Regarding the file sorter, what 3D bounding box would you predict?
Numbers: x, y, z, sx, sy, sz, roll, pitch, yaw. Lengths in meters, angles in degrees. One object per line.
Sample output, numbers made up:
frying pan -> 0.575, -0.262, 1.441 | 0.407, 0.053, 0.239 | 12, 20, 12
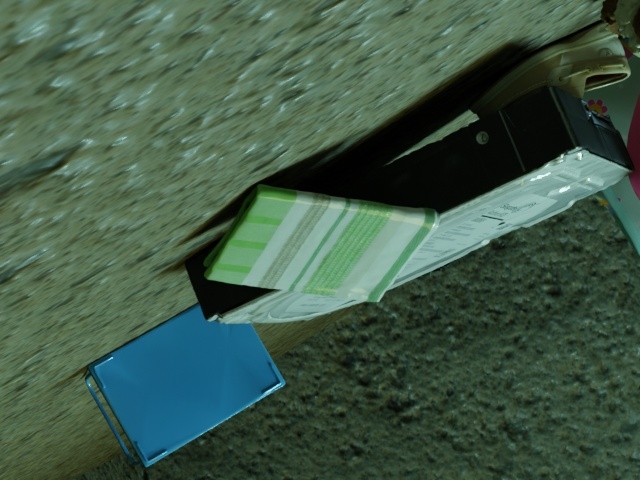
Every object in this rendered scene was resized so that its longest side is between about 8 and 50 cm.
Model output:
file sorter -> -0.148, 0.147, 1.676 | 0.170, 0.118, 0.104 | -30, 178, -18

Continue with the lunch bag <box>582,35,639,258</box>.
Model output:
lunch bag -> 0.370, -0.093, 1.567 | 0.223, 0.262, 0.160 | -33, 175, 8

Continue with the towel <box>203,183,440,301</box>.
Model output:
towel -> 0.000, 0.000, 1.195 | 0.152, 0.023, 0.113 | 9, 139, -26

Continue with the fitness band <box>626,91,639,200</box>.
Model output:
fitness band -> 0.374, -0.132, 1.374 | 0.209, 0.054, 0.291 | 5, -113, 44

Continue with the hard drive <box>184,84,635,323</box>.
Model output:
hard drive -> 0.083, -0.019, 1.341 | 0.339, 0.064, 0.237 | -26, 169, 18

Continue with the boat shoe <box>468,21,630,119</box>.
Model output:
boat shoe -> 0.200, -0.132, 1.343 | 0.170, 0.059, 0.063 | -29, 174, -29

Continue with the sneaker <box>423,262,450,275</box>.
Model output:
sneaker -> 0.103, 0.017, 2.011 | 0.232, 0.090, 0.081 | -35, 174, 29

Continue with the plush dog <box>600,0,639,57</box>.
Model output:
plush dog -> 0.344, -0.164, 1.189 | 0.210, 0.262, 0.225 | -59, -172, -10
